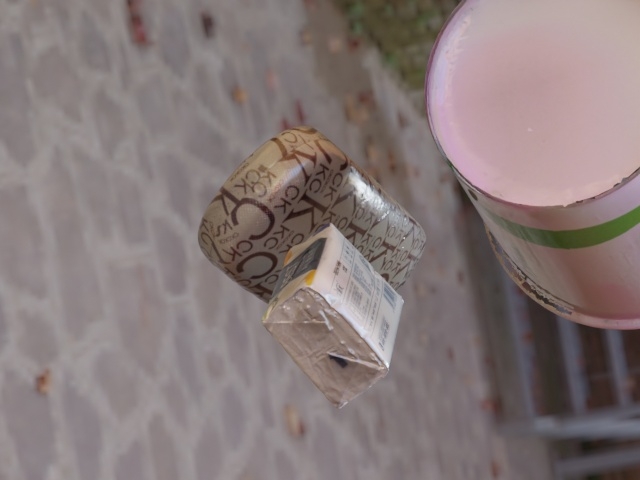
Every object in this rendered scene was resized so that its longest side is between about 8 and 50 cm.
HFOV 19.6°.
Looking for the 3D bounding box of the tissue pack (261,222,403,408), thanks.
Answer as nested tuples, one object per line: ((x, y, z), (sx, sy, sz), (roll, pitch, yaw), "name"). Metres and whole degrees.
((0.006, 0.035, 0.903), (0.062, 0.042, 0.083), (49, 19, -13), "tissue pack")

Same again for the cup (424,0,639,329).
((0.205, -0.082, 1.382), (0.274, 0.253, 0.253), (35, 46, -64), "cup")

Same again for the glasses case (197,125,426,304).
((0.000, 0.000, 1.550), (0.085, 0.137, 0.355), (45, 2, 22), "glasses case")
